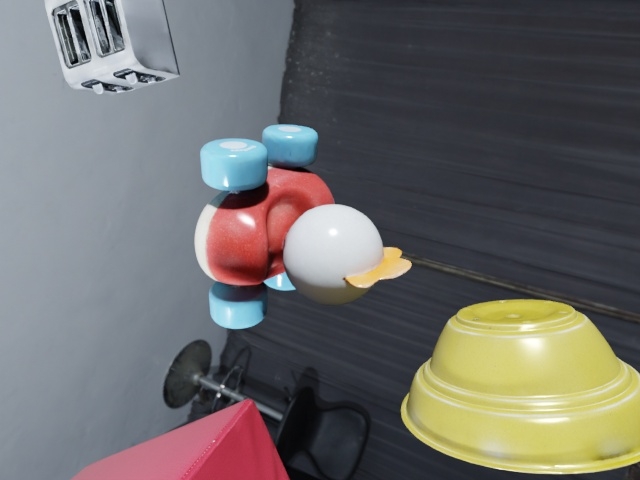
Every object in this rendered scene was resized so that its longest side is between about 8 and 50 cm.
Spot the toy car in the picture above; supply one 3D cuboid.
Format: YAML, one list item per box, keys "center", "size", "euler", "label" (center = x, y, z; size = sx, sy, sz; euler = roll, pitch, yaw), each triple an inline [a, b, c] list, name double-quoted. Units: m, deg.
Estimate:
- center: [0.000, 0.000, 0.550]
  size: [0.210, 0.237, 0.219]
  euler: [-34, 135, -53]
  label: "toy car"

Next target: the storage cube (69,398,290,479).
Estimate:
- center: [-0.114, 0.250, 0.291]
  size: [0.184, 0.215, 0.193]
  euler: [62, 17, -1]
  label: "storage cube"

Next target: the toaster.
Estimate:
- center: [-0.338, -0.344, 0.765]
  size: [0.110, 0.168, 0.186]
  euler: [-33, 116, -63]
  label: "toaster"

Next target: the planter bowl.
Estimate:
- center: [0.175, 0.105, 0.413]
  size: [0.217, 0.217, 0.090]
  euler: [-13, 96, -65]
  label: "planter bowl"
